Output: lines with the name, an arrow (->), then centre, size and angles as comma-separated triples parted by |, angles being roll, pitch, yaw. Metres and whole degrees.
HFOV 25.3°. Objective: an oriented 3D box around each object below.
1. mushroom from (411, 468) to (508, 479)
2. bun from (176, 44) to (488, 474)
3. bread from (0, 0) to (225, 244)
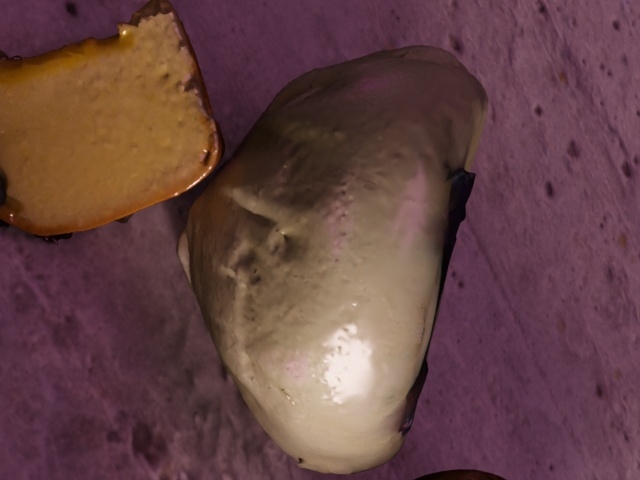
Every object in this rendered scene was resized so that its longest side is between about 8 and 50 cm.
mushroom -> 0.087, 0.337, 0.951 | 0.345, 0.239, 0.345 | 34, 33, -26
bun -> 0.000, 0.000, 0.972 | 0.187, 0.293, 0.293 | 16, 62, 4
bread -> -0.152, -0.078, 0.955 | 0.160, 0.169, 0.140 | -19, 92, -2
